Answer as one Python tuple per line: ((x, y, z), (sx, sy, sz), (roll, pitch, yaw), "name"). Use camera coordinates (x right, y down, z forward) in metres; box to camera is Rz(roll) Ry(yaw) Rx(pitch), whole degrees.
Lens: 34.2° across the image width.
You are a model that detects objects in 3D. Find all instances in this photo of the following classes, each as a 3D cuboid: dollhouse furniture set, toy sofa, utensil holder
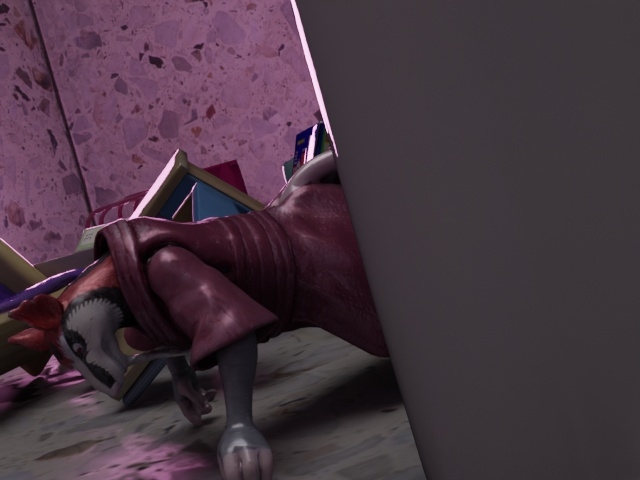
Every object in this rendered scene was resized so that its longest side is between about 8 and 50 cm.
((-0.127, 0.098, 1.108), (0.286, 0.198, 0.303), (-52, 23, 18), "dollhouse furniture set")
((-0.422, 0.094, 1.168), (0.177, 0.150, 0.362), (-55, -8, 19), "toy sofa")
((0.158, -0.081, 0.542), (0.328, 0.385, 0.327), (-15, 6, 2), "utensil holder")

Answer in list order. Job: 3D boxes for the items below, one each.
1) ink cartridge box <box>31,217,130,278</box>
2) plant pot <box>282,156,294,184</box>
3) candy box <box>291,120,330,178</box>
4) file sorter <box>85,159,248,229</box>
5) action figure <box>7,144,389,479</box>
((-0.279, 0.062, 1.382), (0.235, 0.171, 0.056), (-12, 38, 19), "ink cartridge box")
((0.085, -0.112, 1.791), (0.255, 0.271, 0.271), (-29, 4, 9), "plant pot")
((0.131, -0.064, 1.285), (0.317, 0.122, 0.268), (6, 2, -6), "candy box")
((-0.219, 0.005, 1.637), (0.182, 0.202, 0.291), (-17, 5, 13), "file sorter")
((-0.046, 0.020, 0.772), (0.370, 0.275, 0.248), (-4, 5, -31), "action figure")
